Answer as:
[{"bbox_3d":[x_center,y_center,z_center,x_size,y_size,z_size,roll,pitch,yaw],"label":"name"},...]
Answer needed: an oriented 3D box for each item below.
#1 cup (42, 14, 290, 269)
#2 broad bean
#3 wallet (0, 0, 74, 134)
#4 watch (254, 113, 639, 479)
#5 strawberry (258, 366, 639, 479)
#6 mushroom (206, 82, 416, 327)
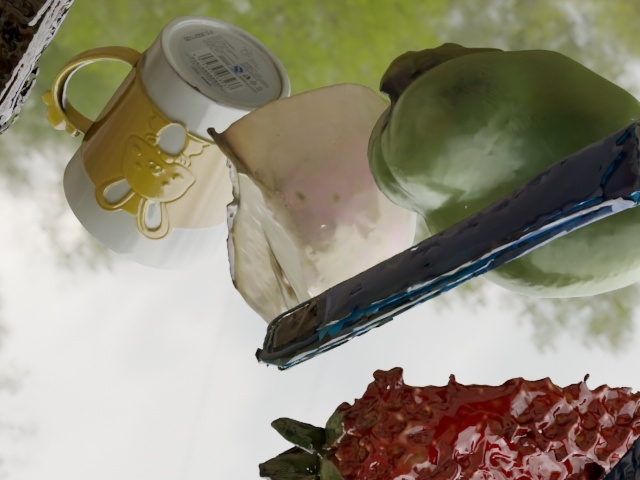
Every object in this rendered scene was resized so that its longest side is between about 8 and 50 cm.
[{"bbox_3d":[-0.166,-0.117,2.020,0.226,0.241,0.185,-55,-176,36],"label":"cup"},{"bbox_3d":[0.139,-0.053,1.341,0.169,0.228,0.100,-53,-174,-16],"label":"broad bean"},{"bbox_3d":[-0.216,-0.174,0.954,0.039,0.243,0.133,-29,160,-54],"label":"wallet"},{"bbox_3d":[0.154,0.074,1.052,0.274,0.276,0.068,-31,-143,19],"label":"watch"},{"bbox_3d":[0.105,0.168,1.265,0.286,0.188,0.106,-5,-128,-1],"label":"strawberry"},{"bbox_3d":[0.027,-0.006,1.628,0.173,0.162,0.236,-27,150,-15],"label":"mushroom"}]
